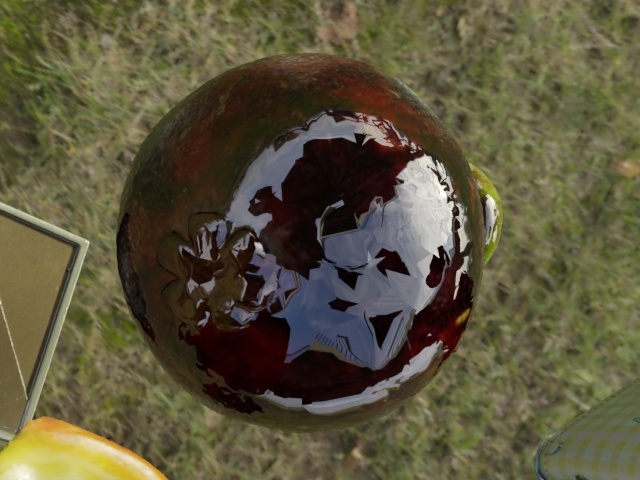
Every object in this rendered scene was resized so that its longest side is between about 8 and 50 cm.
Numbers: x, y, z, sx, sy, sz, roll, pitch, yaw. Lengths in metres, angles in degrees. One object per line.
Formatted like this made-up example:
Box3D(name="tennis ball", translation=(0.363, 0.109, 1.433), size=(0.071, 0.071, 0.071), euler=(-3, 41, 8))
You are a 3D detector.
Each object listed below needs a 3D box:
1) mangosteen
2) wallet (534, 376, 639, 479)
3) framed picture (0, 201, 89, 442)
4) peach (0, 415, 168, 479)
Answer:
Box3D(name="mangosteen", translation=(0.000, 0.000, 1.079), size=(0.359, 0.306, 0.306), euler=(-12, 120, -63))
Box3D(name="wallet", translation=(0.383, 0.181, 1.249), size=(0.223, 0.309, 0.077), euler=(-34, 106, -28))
Box3D(name="framed picture", translation=(-0.303, 0.065, 1.164), size=(0.150, 0.015, 0.203), euler=(25, 68, -28))
Box3D(name="peach", translation=(-0.185, 0.329, 0.891), size=(0.380, 0.306, 0.242), euler=(-55, 171, 23))
